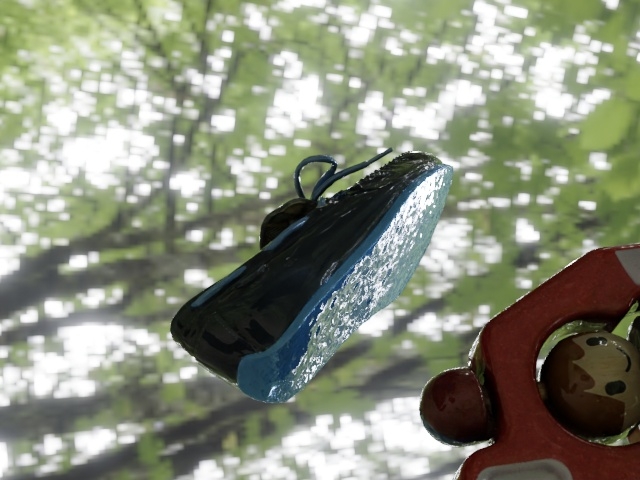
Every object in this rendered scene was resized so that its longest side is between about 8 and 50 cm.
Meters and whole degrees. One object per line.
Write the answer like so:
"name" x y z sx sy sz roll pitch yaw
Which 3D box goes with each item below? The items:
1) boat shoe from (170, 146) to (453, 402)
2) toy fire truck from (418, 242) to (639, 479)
"boat shoe" 0.000 0.000 1.207 0.089 0.258 0.109 22 -60 20
"toy fire truck" 0.198 0.142 1.204 0.169 0.254 0.302 112 -31 -60
